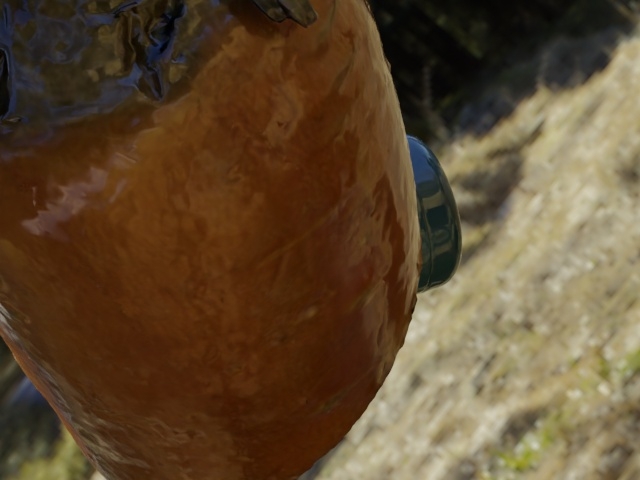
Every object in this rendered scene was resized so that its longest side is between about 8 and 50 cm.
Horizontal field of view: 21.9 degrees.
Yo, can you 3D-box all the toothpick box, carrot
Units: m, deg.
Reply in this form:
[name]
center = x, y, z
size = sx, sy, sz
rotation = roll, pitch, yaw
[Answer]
[toothpick box]
center = 0.000, 0.000, 1.207
size = 0.184, 0.120, 0.120
rotation = -18, 2, -16
[carrot]
center = -0.064, -0.051, 0.653
size = 0.214, 0.331, 0.193
rotation = -36, 48, -8
